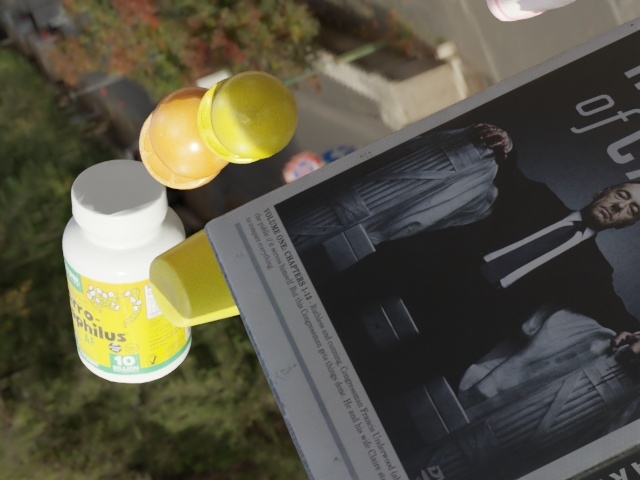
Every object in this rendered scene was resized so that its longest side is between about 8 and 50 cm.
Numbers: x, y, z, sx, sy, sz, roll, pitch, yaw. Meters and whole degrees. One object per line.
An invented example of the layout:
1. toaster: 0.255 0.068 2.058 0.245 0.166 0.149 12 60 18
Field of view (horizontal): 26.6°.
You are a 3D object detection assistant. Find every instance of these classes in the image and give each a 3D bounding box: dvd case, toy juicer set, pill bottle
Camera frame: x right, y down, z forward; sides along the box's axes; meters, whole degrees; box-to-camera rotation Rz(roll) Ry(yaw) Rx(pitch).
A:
1. dvd case: 0.092 0.007 0.492 0.179 0.239 0.029 63 178 44
2. toy juicer set: 0.000 0.000 0.825 0.329 0.089 0.209 28 131 48
3. pill bottle: -0.187 0.029 1.313 0.117 0.117 0.208 53 152 42

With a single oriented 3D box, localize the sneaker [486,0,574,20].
1. sneaker: 0.172 -0.201 0.906 0.051 0.134 0.070 46 160 -22
